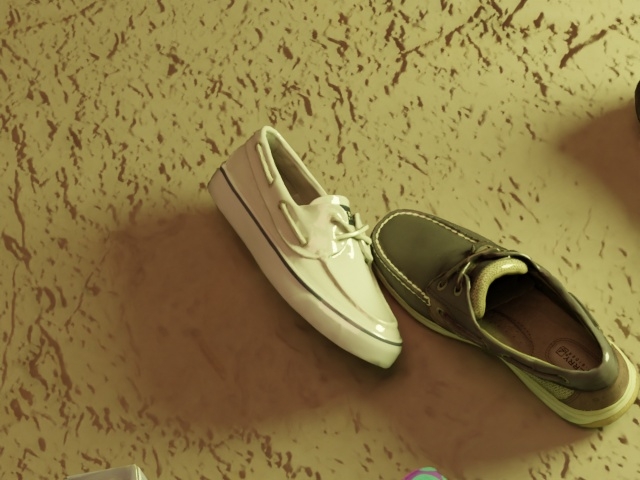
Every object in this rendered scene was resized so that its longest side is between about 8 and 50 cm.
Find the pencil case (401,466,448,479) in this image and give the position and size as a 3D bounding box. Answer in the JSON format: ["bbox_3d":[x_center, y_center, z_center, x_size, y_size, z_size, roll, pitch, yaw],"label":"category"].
[{"bbox_3d":[0.115,0.253,1.577,0.070,0.064,0.151,-23,51,-33],"label":"pencil case"}]

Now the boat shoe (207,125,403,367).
[{"bbox_3d":[0.000,0.000,1.737,0.088,0.096,0.267,-52,48,17],"label":"boat shoe"}]

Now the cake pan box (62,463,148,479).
[{"bbox_3d":[-0.125,0.338,1.470,0.070,0.246,0.267,-12,58,10],"label":"cake pan box"}]

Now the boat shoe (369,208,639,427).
[{"bbox_3d":[0.152,0.048,1.682,0.103,0.092,0.285,-42,59,-14],"label":"boat shoe"}]

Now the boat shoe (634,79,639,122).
[{"bbox_3d":[0.386,-0.053,1.692,0.112,0.095,0.335,-34,57,-10],"label":"boat shoe"}]
